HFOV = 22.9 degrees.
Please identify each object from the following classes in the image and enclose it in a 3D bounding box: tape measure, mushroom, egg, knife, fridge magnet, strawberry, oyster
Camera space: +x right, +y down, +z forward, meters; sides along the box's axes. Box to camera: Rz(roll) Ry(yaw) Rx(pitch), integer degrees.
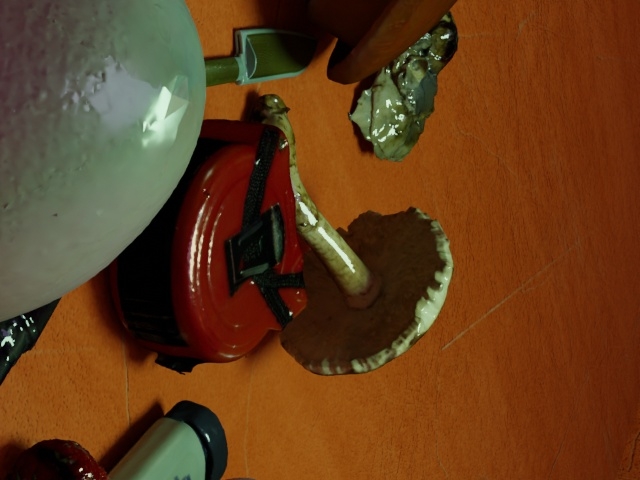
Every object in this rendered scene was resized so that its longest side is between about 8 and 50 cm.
[{"bbox_3d":[-0.111,0.013,1.635,0.260,0.114,0.253,-43,133,-53],"label":"tape measure"},{"bbox_3d":[-0.009,0.018,1.827,0.208,0.302,0.233,-45,-162,52],"label":"mushroom"},{"bbox_3d":[-0.238,-0.100,1.092,0.354,0.340,0.354,-23,116,-59],"label":"egg"},{"bbox_3d":[-0.080,-0.203,1.745,0.343,0.027,0.061,-19,109,-62],"label":"knife"},{"bbox_3d":[0.106,-0.340,1.817,0.363,0.155,0.363,-54,-171,13],"label":"fridge magnet"},{"bbox_3d":[-0.238,0.232,1.455,0.106,0.106,0.106,-26,120,-60],"label":"strawberry"},{"bbox_3d":[0.119,-0.217,2.077,0.161,0.107,0.232,-4,102,-72],"label":"oyster"}]

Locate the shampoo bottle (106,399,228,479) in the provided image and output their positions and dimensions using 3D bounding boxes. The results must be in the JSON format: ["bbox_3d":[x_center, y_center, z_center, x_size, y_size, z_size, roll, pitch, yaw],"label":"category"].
[{"bbox_3d":[-0.204,0.306,1.562,0.359,0.078,0.134,-48,141,-50],"label":"shampoo bottle"}]

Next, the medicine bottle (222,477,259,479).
[{"bbox_3d":[-0.065,0.390,1.784,0.152,0.152,0.254,-66,150,-31],"label":"medicine bottle"}]

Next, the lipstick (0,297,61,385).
[{"bbox_3d":[-0.282,0.077,1.338,0.081,0.081,0.299,71,35,-42],"label":"lipstick"}]
